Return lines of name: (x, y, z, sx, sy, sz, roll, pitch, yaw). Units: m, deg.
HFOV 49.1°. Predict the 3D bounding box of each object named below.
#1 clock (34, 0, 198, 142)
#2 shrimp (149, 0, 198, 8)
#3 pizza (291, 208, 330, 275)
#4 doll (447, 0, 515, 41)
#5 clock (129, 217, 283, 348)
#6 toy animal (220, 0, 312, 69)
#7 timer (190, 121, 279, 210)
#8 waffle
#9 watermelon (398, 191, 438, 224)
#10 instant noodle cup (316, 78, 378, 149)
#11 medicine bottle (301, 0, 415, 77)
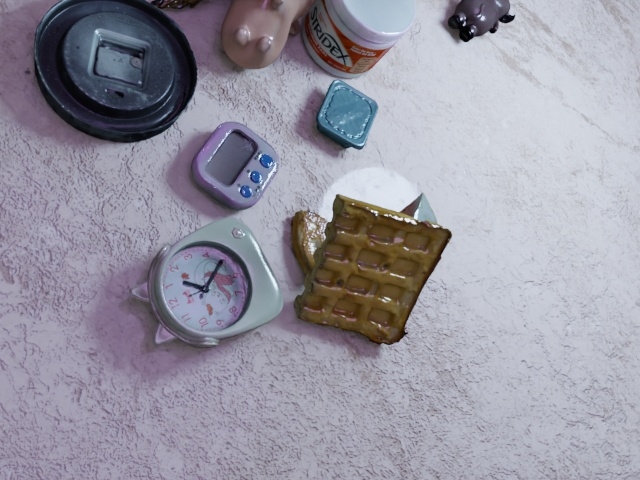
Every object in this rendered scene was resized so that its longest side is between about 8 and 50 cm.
clock: (-0.491, -0.419, 1.690, 0.385, 0.076, 0.387, 9, 69, -24)
shrimp: (-0.345, -0.657, 1.868, 0.262, 0.117, 0.066, -27, 115, -11)
pizza: (0.000, 0.000, 1.807, 0.161, 0.062, 0.182, -20, 77, -24)
doll: (0.532, -0.754, 2.310, 0.182, 0.117, 0.257, 49, 59, -6)
clock: (-0.266, 0.111, 1.598, 0.324, 0.108, 0.265, -23, 85, -31)
toy animal: (-0.145, -0.611, 1.862, 0.237, 0.269, 0.327, 27, 94, -16)
timer: (-0.213, -0.186, 1.754, 0.190, 0.069, 0.209, 37, 61, -11)
waffle: (0.124, 0.078, 1.706, 0.304, 0.348, 0.077, 16, 23, -19)
watermelon: (0.208, 0.022, 1.836, 0.255, 0.260, 0.176, -9, 63, -46)
instant noodle cup: (0.066, -0.343, 1.953, 0.157, 0.070, 0.179, 29, 62, -14)
medicine bottle: (0.102, -0.622, 1.970, 0.252, 0.241, 0.253, 10, 67, -24)
